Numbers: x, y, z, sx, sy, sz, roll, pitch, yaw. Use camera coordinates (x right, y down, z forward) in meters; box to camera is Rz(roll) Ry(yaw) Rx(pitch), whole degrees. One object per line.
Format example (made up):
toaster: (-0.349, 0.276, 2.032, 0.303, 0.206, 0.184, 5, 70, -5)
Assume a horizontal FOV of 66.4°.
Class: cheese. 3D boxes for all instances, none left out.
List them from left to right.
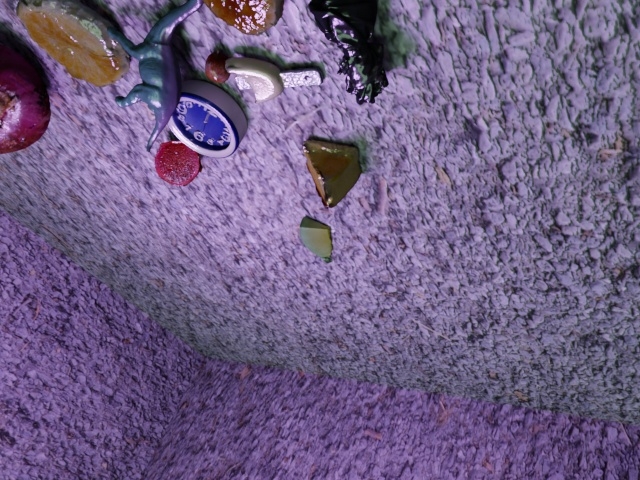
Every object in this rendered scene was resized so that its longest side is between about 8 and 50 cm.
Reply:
cheese: (-0.107, -0.393, 1.186, 0.235, 0.049, 0.127, 1, 142, 21)

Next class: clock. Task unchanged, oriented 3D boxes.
clock: (-0.325, -0.341, 1.389, 0.231, 0.083, 0.230, 18, 147, 12)

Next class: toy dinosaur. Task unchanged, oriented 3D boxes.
toy dinosaur: (-0.364, -0.405, 1.203, 0.331, 0.129, 0.383, 8, 116, 33)

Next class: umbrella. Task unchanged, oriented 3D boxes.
umbrella: (0.066, -0.413, 0.993, 0.122, 0.110, 0.272, 2, 139, 32)

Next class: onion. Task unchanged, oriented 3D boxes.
onion: (-1.034, -0.454, 1.524, 0.347, 0.348, 0.385, 51, 174, -38)

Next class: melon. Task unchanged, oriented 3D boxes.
melon: (0.000, 0.001, 1.748, 0.114, 0.053, 0.261, -8, 145, 14)

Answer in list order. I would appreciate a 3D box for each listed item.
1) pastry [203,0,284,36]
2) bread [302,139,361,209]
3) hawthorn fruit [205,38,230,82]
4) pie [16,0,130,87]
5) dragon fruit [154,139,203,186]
pastry: (-0.160, -0.516, 0.988, 0.193, 0.093, 0.182, 28, 150, 0)
bread: (0.007, -0.178, 1.331, 0.169, 0.160, 0.140, 13, 148, 16)
hawthorn fruit: (-0.253, -0.441, 1.203, 0.067, 0.066, 0.103, 19, 138, 8)
pie: (-0.655, -0.537, 1.315, 0.307, 0.071, 0.306, 19, 152, 10)
dragon fruit: (-0.451, -0.256, 1.600, 0.153, 0.153, 0.111, 28, -168, -7)
